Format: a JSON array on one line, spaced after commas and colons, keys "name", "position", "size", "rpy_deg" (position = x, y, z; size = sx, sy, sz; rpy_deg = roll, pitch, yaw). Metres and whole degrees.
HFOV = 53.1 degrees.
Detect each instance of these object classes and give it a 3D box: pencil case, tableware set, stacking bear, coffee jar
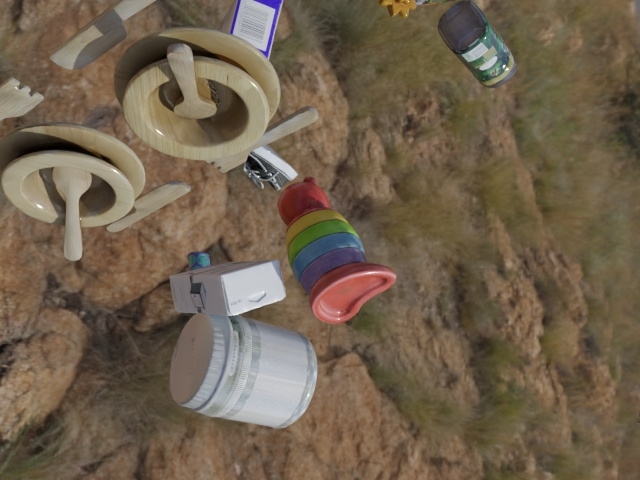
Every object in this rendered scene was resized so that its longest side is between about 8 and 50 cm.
[{"name": "pencil case", "position": [-0.344, 0.109, 1.797], "size": [0.064, 0.070, 0.151], "rpy_deg": [25, 57, -54]}, {"name": "tableware set", "position": [-0.108, -0.049, 0.358], "size": [0.128, 0.194, 0.039], "rpy_deg": [33, 44, -45]}, {"name": "stacking bear", "position": [0.000, 0.000, 1.326], "size": [0.164, 0.175, 0.289], "rpy_deg": [18, 38, -49]}, {"name": "coffee jar", "position": [0.286, -0.346, 1.149], "size": [0.184, 0.079, 0.096], "rpy_deg": [17, 42, -56]}]

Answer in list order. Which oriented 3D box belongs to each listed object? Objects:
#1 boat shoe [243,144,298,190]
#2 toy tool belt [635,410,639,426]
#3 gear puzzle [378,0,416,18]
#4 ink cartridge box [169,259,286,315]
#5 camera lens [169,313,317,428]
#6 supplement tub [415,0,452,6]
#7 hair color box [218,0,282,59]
[{"name": "boat shoe", "position": [-0.163, -0.213, 1.812], "size": [0.105, 0.113, 0.306], "rpy_deg": [-46, 165, 4]}, {"name": "toy tool belt", "position": [0.589, 0.323, 1.135], "size": [0.083, 0.052, 0.051], "rpy_deg": [-66, 171, -61]}, {"name": "gear puzzle", "position": [0.063, -0.479, 0.907], "size": [0.175, 0.044, 0.338], "rpy_deg": [-36, 112, -32]}, {"name": "ink cartridge box", "position": [-0.183, 0.091, 1.254], "size": [0.140, 0.191, 0.082], "rpy_deg": [-14, 95, -42]}, {"name": "camera lens", "position": [-0.161, 0.283, 1.400], "size": [0.274, 0.219, 0.219], "rpy_deg": [21, 73, -32]}, {"name": "supplement tub", "position": [0.251, -0.601, 1.467], "size": [0.190, 0.117, 0.117], "rpy_deg": [-19, 105, -31]}, {"name": "hair color box", "position": [-0.204, -0.458, 1.572], "size": [0.110, 0.339, 0.185], "rpy_deg": [16, 79, -20]}]
